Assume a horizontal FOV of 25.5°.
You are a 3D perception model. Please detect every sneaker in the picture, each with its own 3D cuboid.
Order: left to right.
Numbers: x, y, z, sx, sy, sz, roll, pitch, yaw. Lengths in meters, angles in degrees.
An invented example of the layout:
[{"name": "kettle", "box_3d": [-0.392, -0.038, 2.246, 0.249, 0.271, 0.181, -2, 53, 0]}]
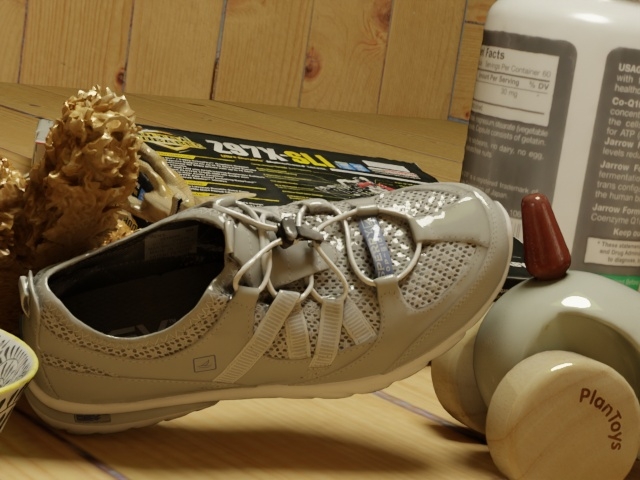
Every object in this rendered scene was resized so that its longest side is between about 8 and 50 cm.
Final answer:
[{"name": "sneaker", "box_3d": [-0.025, 0.027, 0.752, 0.281, 0.115, 0.105, -18, 59, -11]}]

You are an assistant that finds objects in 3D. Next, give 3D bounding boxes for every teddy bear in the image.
[{"name": "teddy bear", "box_3d": [-0.216, -0.016, 0.764, 0.338, 0.245, 0.113, 8, 50, -42]}]

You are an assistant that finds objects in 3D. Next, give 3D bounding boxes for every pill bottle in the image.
[{"name": "pill bottle", "box_3d": [0.247, -0.123, 1.364, 0.204, 0.361, 0.204, 9, 9, -1]}]

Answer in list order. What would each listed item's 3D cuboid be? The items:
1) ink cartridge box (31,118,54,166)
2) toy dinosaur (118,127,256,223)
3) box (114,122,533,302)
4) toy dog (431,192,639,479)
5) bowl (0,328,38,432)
[{"name": "ink cartridge box", "box_3d": [-0.200, -0.086, 1.668, 0.275, 0.060, 0.239, 7, 10, -10]}, {"name": "toy dinosaur", "box_3d": [-0.099, -0.025, 0.915, 0.092, 0.053, 0.183, 36, 8, 1]}, {"name": "box", "box_3d": [0.000, 0.000, 1.100, 0.322, 0.079, 0.257, 5, 20, -33]}, {"name": "toy dog", "box_3d": [0.220, 0.048, 0.848, 0.334, 0.161, 0.220, -7, 14, -35]}, {"name": "bowl", "box_3d": [-0.210, 0.081, 0.597, 0.170, 0.080, 0.170, 9, 9, -1]}]
